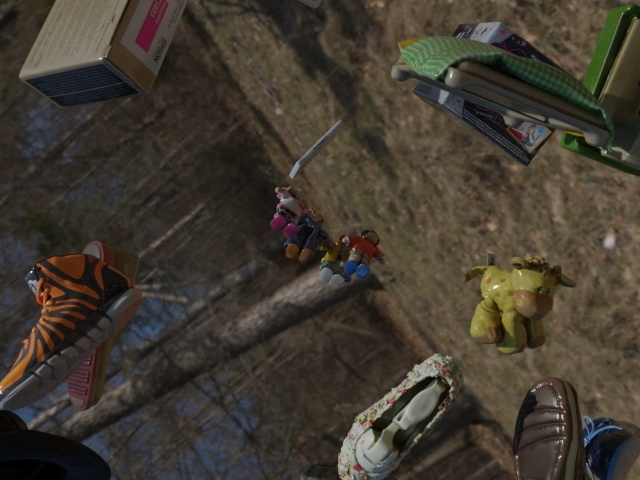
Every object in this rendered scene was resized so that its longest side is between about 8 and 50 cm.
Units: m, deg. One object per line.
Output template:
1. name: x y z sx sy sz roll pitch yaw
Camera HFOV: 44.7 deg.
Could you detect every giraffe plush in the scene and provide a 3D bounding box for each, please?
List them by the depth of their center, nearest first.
1. giraffe plush: 0.394 0.103 1.496 0.181 0.170 0.210 -8 -103 -26

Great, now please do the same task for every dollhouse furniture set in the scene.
1. dollhouse furniture set: 0.237 -0.165 0.702 0.301 0.151 0.197 19 -170 -14

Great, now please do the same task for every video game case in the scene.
1. video game case: -0.008 -0.171 1.466 0.011 0.122 0.087 44 164 0

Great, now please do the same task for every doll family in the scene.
1. doll family: 0.000 0.000 1.569 0.263 0.118 0.163 32 -147 -4

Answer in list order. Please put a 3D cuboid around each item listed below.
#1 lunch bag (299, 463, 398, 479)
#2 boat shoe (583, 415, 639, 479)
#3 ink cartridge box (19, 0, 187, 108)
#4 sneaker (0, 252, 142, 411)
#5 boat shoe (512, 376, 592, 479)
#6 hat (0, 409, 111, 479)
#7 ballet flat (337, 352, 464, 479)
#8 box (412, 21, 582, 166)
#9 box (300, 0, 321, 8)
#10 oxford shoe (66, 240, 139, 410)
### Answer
1. lunch bag: 0.039 0.597 1.414 0.212 0.256 0.305 12 -153 -6
2. boat shoe: 0.454 0.335 1.243 0.089 0.109 0.258 26 -179 29
3. ink cartridge box: -0.290 -0.309 1.085 0.088 0.193 0.235 41 -122 -46
4. sneaker: -0.495 0.151 1.412 0.180 0.124 0.321 40 -125 5
5. boat shoe: 0.320 0.316 1.052 0.095 0.257 0.095 13 172 -35
6. hat: -0.502 0.349 1.199 0.331 0.331 0.134 35 -162 -47
7. ballet flat: 0.103 0.252 1.065 0.091 0.241 0.077 38 -172 4
8. box: 0.258 -0.230 1.173 0.163 0.142 0.247 34 -170 -10
9. box: -0.101 -0.465 1.259 0.067 0.063 0.324 49 -157 27
10. oxford shoe: -0.442 0.181 1.623 0.123 0.348 0.130 6 175 42
